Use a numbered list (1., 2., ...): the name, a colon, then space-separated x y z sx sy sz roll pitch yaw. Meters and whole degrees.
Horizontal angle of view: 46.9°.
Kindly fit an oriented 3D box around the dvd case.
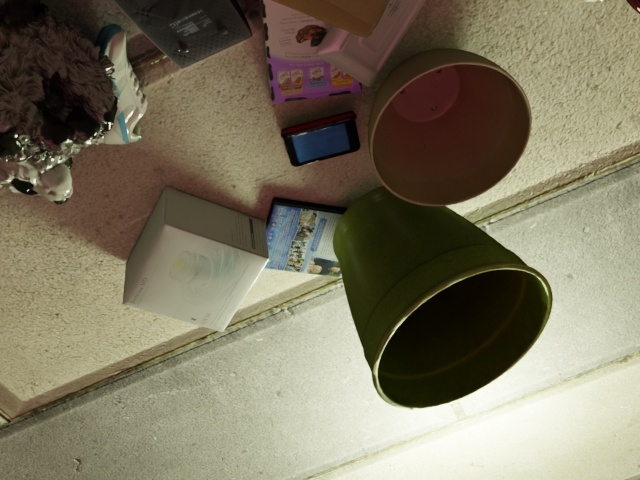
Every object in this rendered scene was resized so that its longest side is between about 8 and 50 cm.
1. dvd case: 0.000 0.000 1.592 0.253 0.022 0.180 8 126 -16

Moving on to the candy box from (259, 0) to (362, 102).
1. candy box: -0.016 -0.348 1.277 0.165 0.070 0.196 -8 130 -5

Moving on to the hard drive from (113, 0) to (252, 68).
1. hard drive: -0.239 -0.400 1.172 0.172 0.054 0.254 -16 138 28

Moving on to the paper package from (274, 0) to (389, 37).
1. paper package: -0.051 -0.458 1.029 0.325 0.309 0.168 18 123 -20

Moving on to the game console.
1. game console: 0.004 -0.188 1.404 0.144 0.124 0.085 -15 103 1

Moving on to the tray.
1. tray: 0.116 -0.393 1.229 0.145 0.030 0.270 20 108 -42

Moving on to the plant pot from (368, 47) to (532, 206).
1. plant pot: 0.210 -0.232 1.335 0.284 0.191 0.284 -5 130 -6

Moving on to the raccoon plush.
1. raccoon plush: -0.492 -0.280 1.219 0.216 0.446 0.299 -8 178 -36

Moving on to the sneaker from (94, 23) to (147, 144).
1. sneaker: -0.349 -0.268 1.280 0.092 0.087 0.228 -1 135 -20

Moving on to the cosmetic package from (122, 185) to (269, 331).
1. cosmetic package: -0.256 0.042 1.506 0.225 0.138 0.224 20 122 -22

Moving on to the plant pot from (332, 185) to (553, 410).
1. plant pot: 0.197 0.076 1.452 0.367 0.353 0.366 -15 134 -16

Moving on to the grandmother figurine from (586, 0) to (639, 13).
1. grandmother figurine: 0.592 -0.478 1.275 0.343 0.104 0.207 -9 102 1
